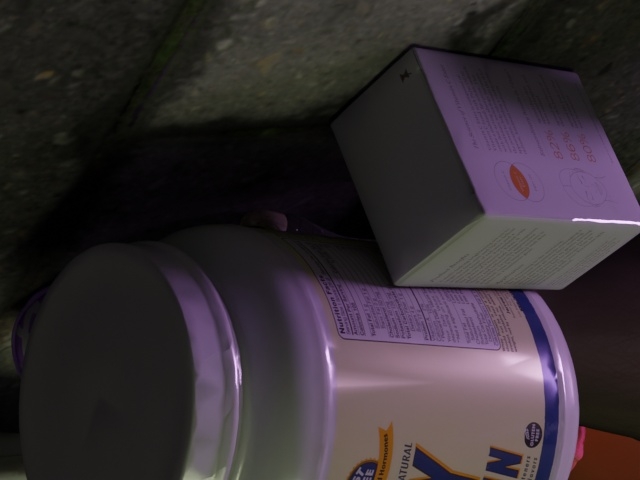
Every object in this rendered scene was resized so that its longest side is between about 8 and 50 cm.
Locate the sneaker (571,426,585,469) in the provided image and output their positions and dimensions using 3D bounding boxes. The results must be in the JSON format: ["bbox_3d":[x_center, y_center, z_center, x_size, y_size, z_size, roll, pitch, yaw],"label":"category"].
[{"bbox_3d":[0.187,0.189,1.695,0.116,0.136,0.314,-17,167,-8],"label":"sneaker"}]

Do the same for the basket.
[{"bbox_3d":[0.210,0.075,1.468,0.227,0.154,0.204,4,108,-33],"label":"basket"}]

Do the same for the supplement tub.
[{"bbox_3d":[-0.012,0.112,1.162,0.324,0.235,0.235,6,145,-40],"label":"supplement tub"}]

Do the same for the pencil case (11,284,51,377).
[{"bbox_3d":[-0.136,0.087,1.288,0.086,0.088,0.206,-33,153,26],"label":"pencil case"}]

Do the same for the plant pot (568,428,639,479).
[{"bbox_3d":[0.360,0.233,1.884,0.290,0.203,0.291,-17,157,-7],"label":"plant pot"}]

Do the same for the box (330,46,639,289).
[{"bbox_3d":[0.113,-0.044,1.155,0.170,0.130,0.091,3,147,-42],"label":"box"}]

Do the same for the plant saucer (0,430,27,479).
[{"bbox_3d":[-0.347,0.238,1.426,0.400,0.101,0.400,-18,158,-8],"label":"plant saucer"}]

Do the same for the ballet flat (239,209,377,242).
[{"bbox_3d":[0.000,0.000,1.287,0.057,0.049,0.173,-4,166,39],"label":"ballet flat"}]
